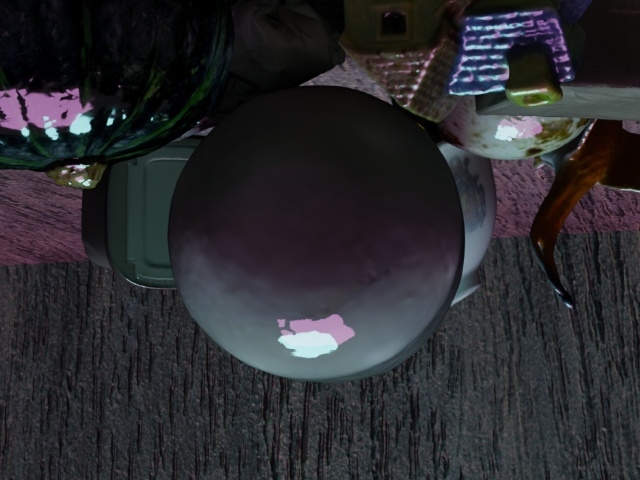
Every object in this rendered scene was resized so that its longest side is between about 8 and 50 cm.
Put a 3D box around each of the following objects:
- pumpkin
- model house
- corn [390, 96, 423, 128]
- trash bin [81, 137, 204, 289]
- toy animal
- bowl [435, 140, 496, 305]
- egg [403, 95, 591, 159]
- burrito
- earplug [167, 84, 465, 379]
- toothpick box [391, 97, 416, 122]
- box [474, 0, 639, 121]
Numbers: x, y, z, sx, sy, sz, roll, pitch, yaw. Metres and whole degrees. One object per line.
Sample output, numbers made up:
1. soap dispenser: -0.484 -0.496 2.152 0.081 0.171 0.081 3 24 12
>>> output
1. pumpkin: -0.227 -0.161 1.476 0.315 0.238 0.315 -7 171 -1
2. model house: 0.126 -0.203 1.438 0.214 0.189 0.195 -3 175 18
3. corn: 0.183 -0.163 2.108 0.262 0.097 0.097 6 169 -44
4. trash bin: -0.244 -0.038 2.577 0.219 0.219 0.250 3 178 -23
5. toy animal: 0.326 -0.067 2.140 0.225 0.284 0.302 46 175 -27
6. bowl: 0.107 0.028 2.501 0.435 0.196 0.435 -30 175 -3
7. egg: 0.179 -0.168 1.789 0.231 0.169 0.169 6 176 24
8. burrito: -0.121 -0.178 1.898 0.139 0.101 0.445 -11 176 -32
9. earplug: 0.000 0.000 1.800 0.313 0.312 0.394 -2 177 3
10. toothpick box: 0.157 -0.181 1.944 0.149 0.098 0.098 -2 173 9
11. box: 0.278 -0.200 1.636 0.231 0.149 0.155 1 173 -22
